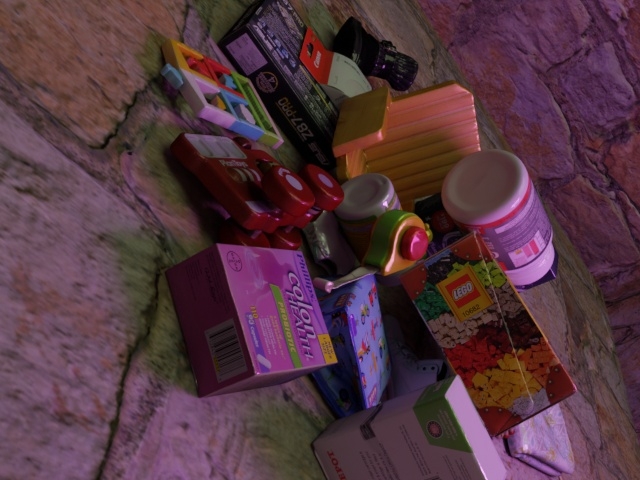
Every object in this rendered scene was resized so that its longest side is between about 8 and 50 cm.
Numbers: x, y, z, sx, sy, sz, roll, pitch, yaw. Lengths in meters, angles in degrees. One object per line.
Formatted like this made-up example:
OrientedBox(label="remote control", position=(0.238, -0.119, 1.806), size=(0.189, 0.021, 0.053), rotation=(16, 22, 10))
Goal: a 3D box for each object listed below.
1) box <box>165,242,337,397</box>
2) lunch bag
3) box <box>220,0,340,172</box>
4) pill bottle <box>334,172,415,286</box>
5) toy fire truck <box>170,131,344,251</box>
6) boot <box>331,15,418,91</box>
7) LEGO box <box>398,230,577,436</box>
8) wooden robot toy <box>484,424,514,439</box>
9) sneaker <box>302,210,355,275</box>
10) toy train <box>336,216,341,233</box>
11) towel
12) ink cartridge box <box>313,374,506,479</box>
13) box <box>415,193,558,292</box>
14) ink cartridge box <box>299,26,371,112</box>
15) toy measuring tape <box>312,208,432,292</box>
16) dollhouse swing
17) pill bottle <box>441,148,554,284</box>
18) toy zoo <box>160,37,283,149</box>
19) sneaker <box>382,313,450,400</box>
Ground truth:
OrientedBox(label="box", position=(-0.108, 0.130, 1.197), size=(0.243, 0.117, 0.214), rotation=(9, 59, -58))
OrientedBox(label="lunch bag", position=(0.072, 0.227, 1.439), size=(0.293, 0.138, 0.221), rotation=(67, 23, -14))
OrientedBox(label="box", position=(-0.054, -0.398, 1.770), size=(0.395, 0.097, 0.318), rotation=(52, 31, -23))
OrientedBox(label="pill bottle", position=(0.129, -0.016, 1.595), size=(0.136, 0.136, 0.246), rotation=(-83, 154, -47))
OrientedBox(label="toy fire truck", position=(-0.117, -0.108, 1.364), size=(0.254, 0.169, 0.302), rotation=(49, 24, 13))
OrientedBox(label="boot", position=(0.165, -0.517, 2.145), size=(0.260, 0.131, 0.348), rotation=(34, 36, -18))
OrientedBox(label="LEGO box", position=(0.378, 0.223, 1.656), size=(0.372, 0.193, 0.500), rotation=(60, 6, 16))
OrientedBox(label="wooden robot toy", position=(0.493, 0.498, 1.996), size=(0.173, 0.079, 0.076), rotation=(-15, 114, -40))
OrientedBox(label="sneaker", position=(0.000, 0.000, 1.552), size=(0.212, 0.080, 0.094), rotation=(54, 40, -20))
OrientedBox(label="toy train", position=(0.038, -0.020, 1.681), size=(0.017, 0.023, 0.083), rotation=(40, 35, -38))
OrientedBox(label="towel", position=(0.648, 0.529, 2.200), size=(0.374, 0.090, 0.321), rotation=(35, 38, -43))
OrientedBox(label="ink cartridge box", position=(0.155, 0.383, 1.269), size=(0.198, 0.272, 0.115), rotation=(64, 25, 0))
OrientedBox(label="box", position=(0.476, -0.006, 2.117), size=(0.343, 0.312, 0.179), rotation=(58, 27, -9))
OrientedBox(label="ink cartridge box", position=(0.046, -0.416, 1.805), size=(0.232, 0.066, 0.189), rotation=(54, 27, -31))
OrientedBox(label="toy measuring tape", position=(0.112, 0.008, 1.408), size=(0.330, 0.121, 0.121), rotation=(-16, 81, -42))
OrientedBox(label="dollhouse swing", position=(0.228, -0.169, 1.725), size=(0.315, 0.304, 0.347), rotation=(-78, 157, -51))
OrientedBox(label="pill bottle", position=(0.458, -0.045, 1.805), size=(0.363, 0.210, 0.210), rotation=(47, 30, -46))
OrientedBox(label="toy zoo", position=(-0.206, -0.297, 1.443), size=(0.293, 0.030, 0.192), rotation=(16, 40, -55))
OrientedBox(label="sneaker", position=(0.216, 0.264, 1.607), size=(0.094, 0.151, 0.256), rotation=(28, 42, -46))
